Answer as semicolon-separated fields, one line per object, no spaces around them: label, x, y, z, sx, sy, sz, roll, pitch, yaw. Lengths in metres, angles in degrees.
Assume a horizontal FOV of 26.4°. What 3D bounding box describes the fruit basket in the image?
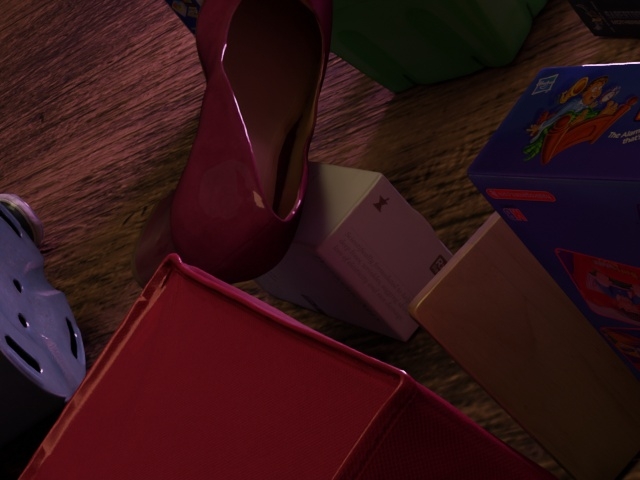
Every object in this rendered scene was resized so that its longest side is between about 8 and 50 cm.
fruit basket;0.067;-0.374;1.308;0.283;0.392;0.392;-8;43;49

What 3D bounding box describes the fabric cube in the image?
fabric cube;0.001;0.193;0.635;0.259;0.258;0.254;-56;27;-6

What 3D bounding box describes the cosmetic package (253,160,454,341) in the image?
cosmetic package;0.000;0.000;1.122;0.085;0.117;0.231;-50;26;-13

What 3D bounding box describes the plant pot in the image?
plant pot;-0.436;0.123;1.340;0.334;0.341;0.341;-30;28;7

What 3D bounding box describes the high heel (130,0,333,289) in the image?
high heel;-0.025;-0.126;1.072;0.181;0.127;0.377;-24;44;51

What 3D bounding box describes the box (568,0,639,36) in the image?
box;0.334;-0.266;1.119;0.232;0.059;0.183;-49;26;-13

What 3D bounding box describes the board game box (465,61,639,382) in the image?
board game box;0.256;0.025;0.601;0.078;0.233;0.347;-53;28;-18

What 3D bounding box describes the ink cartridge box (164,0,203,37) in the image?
ink cartridge box;-0.161;-0.340;1.559;0.069;0.371;0.176;-52;29;-17

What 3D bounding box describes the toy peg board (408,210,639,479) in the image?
toy peg board;0.152;0.036;0.827;0.160;0.161;0.079;-47;12;-8

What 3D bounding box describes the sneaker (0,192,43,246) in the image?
sneaker;-0.446;0.031;1.702;0.226;0.086;0.163;-25;20;51
